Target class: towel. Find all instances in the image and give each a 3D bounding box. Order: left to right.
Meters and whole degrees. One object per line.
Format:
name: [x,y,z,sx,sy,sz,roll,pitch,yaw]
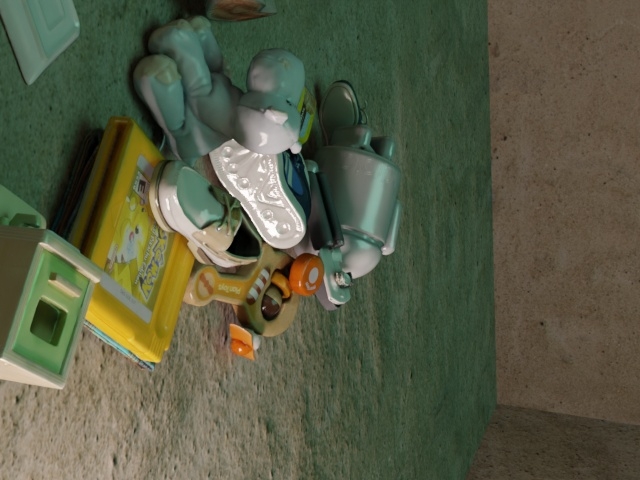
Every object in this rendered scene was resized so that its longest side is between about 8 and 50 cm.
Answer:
towel: [-0.307,0.025,1.759,0.370,0.040,0.272,56,46,-59]

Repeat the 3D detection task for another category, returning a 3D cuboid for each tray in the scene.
tray: [-0.383,-0.356,1.481,0.145,0.030,0.270,-60,148,-44]

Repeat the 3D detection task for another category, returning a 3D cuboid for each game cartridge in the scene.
game cartridge: [-0.276,0.010,1.714,0.324,0.052,0.285,54,46,-61]

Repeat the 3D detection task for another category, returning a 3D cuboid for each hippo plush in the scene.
hippo plush: [-0.152,-0.226,1.809,0.234,0.236,0.294,46,54,-63]

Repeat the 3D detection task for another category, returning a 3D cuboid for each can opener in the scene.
can opener: [0.000,0.000,2.249,0.074,0.093,0.281,-1,77,-54]

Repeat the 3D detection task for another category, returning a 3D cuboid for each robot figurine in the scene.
robot figurine: [0.054,-0.068,2.402,0.299,0.199,0.354,20,79,-31]

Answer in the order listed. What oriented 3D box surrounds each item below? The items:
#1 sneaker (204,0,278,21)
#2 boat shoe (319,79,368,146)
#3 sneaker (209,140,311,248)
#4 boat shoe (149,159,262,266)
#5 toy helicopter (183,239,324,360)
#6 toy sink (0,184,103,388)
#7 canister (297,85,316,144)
sneaker: [-0.146,-0.448,1.931,0.302,0.108,0.121,-52,130,-80]
boat shoe: [0.059,-0.261,2.517,0.079,0.095,0.255,-60,150,-42]
sneaker: [-0.114,-0.159,2.124,0.236,0.130,0.323,-90,156,-63]
boat shoe: [-0.174,-0.042,1.767,0.302,0.103,0.113,53,47,-65]
toy helicopter: [-0.152,0.110,2.101,0.355,0.140,0.235,15,91,-57]
toy sink: [-0.383,0.056,1.453,0.153,0.131,0.234,51,48,-61]
canister: [-0.071,-0.274,2.222,0.170,0.073,0.126,47,53,-64]
